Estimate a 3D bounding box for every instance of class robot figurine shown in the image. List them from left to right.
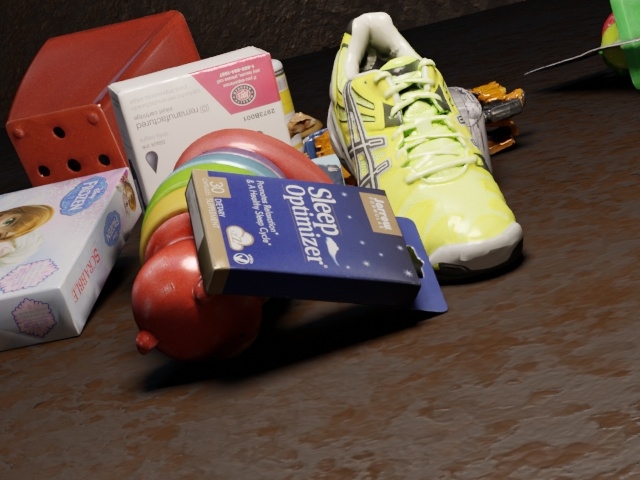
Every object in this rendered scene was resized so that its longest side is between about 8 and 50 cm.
[{"bbox_3d":[0.138,-0.143,1.899,0.291,0.085,0.211,-15,13,2],"label":"robot figurine"}]

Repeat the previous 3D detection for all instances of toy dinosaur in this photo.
[{"bbox_3d":[-0.075,-0.073,1.846,0.064,0.112,0.211,21,74,32],"label":"toy dinosaur"}]

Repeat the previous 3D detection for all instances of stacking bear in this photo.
[{"bbox_3d":[-0.098,0.016,1.333,0.175,0.164,0.289,-33,16,21],"label":"stacking bear"}]

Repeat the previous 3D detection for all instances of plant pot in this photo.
[{"bbox_3d":[-0.329,-0.168,2.182,0.267,0.267,0.236,-7,27,28],"label":"plant pot"}]

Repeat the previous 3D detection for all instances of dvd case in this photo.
[{"bbox_3d":[-0.027,-0.059,1.762,0.119,0.013,0.087,-14,56,5],"label":"dvd case"}]

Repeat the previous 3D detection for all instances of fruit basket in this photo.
[{"bbox_3d":[0.521,-0.303,2.107,0.327,0.165,0.353,-18,-2,-18],"label":"fruit basket"}]

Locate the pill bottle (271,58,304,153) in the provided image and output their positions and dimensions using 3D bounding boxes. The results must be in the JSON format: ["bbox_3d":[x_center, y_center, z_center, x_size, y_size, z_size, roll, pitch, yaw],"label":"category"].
[{"bbox_3d":[-0.081,-0.149,1.936,0.103,0.184,0.103,-14,13,3],"label":"pill bottle"}]

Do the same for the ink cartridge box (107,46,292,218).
[{"bbox_3d":[-0.117,-0.075,1.554,0.172,0.237,0.100,-17,16,-11],"label":"ink cartridge box"}]

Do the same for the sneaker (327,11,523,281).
[{"bbox_3d":[0.086,-0.098,1.437,0.145,0.147,0.384,-17,38,-12],"label":"sneaker"}]

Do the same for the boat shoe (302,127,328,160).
[{"bbox_3d":[0.050,-0.134,2.024,0.183,0.066,0.066,-8,6,-18],"label":"boat shoe"}]

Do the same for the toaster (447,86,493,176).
[{"bbox_3d":[0.122,-0.114,1.705,0.146,0.129,0.227,-10,14,0],"label":"toaster"}]

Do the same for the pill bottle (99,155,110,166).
[{"bbox_3d":[-0.280,-0.191,2.409,0.272,0.152,0.152,-2,18,41],"label":"pill bottle"}]

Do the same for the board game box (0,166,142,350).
[{"bbox_3d":[-0.394,0.035,1.641,0.318,0.066,0.318,-12,25,12],"label":"board game box"}]

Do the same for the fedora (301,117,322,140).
[{"bbox_3d":[-0.084,-0.129,2.091,0.194,0.079,0.194,-12,14,3],"label":"fedora"}]

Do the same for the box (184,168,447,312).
[{"bbox_3d":[0.000,0.000,1.246,0.225,0.036,0.136,6,38,-21],"label":"box"}]
